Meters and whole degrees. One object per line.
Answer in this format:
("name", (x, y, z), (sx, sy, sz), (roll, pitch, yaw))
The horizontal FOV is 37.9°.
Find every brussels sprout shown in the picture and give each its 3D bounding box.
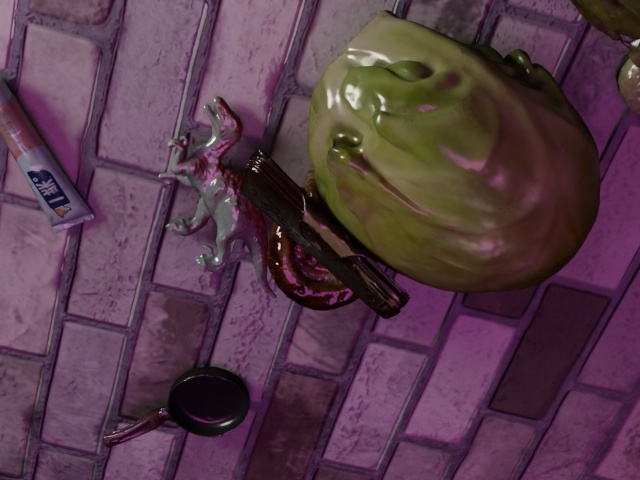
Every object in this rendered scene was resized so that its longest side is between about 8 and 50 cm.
("brussels sprout", (0.139, -0.081, 0.977), (0.328, 0.247, 0.328), (28, 149, 18))

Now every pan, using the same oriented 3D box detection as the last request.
("pan", (-0.200, 0.238, 1.291), (0.212, 0.040, 0.115), (-20, 120, 2))

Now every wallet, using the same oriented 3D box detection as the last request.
("wallet", (0.000, 0.000, 1.028), (0.232, 0.122, 0.031), (44, 77, 3))

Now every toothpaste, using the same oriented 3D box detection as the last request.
("toothpaste", (-0.337, -0.097, 1.096), (0.056, 0.036, 0.205), (-17, 124, 10))

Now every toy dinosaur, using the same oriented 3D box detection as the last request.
("toy dinosaur", (-0.103, -0.034, 1.123), (0.167, 0.053, 0.242), (-38, 107, 15))

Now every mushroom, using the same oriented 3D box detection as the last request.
("mushroom", (-0.001, -0.001, 1.135), (0.135, 0.080, 0.171), (-10, 108, -13))

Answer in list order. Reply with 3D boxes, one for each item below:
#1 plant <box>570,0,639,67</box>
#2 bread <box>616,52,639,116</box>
("plant", (0.221, -0.291, 0.872), (0.333, 0.180, 0.251), (8, 165, -15))
("bread", (0.439, -0.218, 1.030), (0.207, 0.056, 0.287), (20, 117, -15))
